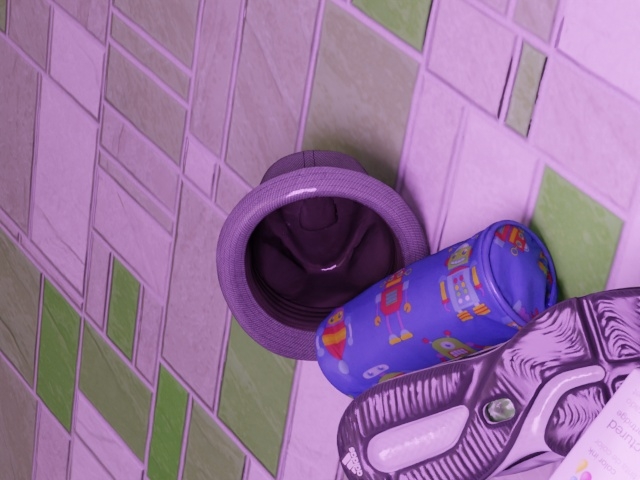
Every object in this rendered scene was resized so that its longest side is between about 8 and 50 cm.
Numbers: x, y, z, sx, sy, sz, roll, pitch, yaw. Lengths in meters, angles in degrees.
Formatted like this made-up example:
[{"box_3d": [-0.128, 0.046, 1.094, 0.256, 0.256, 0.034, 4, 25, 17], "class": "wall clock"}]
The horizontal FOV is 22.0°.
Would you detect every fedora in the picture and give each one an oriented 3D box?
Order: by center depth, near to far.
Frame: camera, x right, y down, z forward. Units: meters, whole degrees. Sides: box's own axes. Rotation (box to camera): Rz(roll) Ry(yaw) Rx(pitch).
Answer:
[{"box_3d": [0.000, 0.000, 1.929, 0.124, 0.243, 0.275, -95, -10, -50], "class": "fedora"}]

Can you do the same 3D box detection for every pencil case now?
[{"box_3d": [0.127, 0.086, 1.789, 0.306, 0.133, 0.119, -31, 36, 46], "class": "pencil case"}]

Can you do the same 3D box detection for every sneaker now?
[{"box_3d": [0.255, 0.133, 1.623, 0.447, 0.257, 0.169, -17, 89, 22], "class": "sneaker"}]

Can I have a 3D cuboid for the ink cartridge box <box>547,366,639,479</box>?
[{"box_3d": [0.281, 0.289, 1.401, 0.226, 0.131, 0.306, 43, 108, 26], "class": "ink cartridge box"}]
